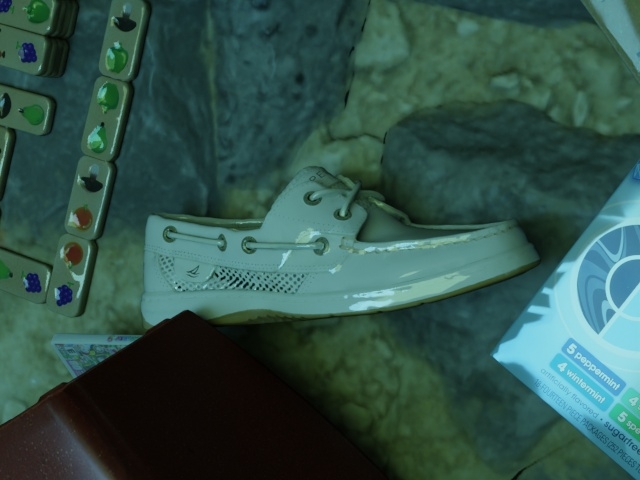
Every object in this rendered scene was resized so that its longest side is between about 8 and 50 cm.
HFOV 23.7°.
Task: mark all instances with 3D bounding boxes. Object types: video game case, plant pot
[{"bbox_3d":[-0.113,0.094,1.035,0.122,0.087,0.011,-1,47,24],"label":"video game case"},{"bbox_3d":[-0.115,0.199,0.911,0.267,0.267,0.236,-33,90,22],"label":"plant pot"}]

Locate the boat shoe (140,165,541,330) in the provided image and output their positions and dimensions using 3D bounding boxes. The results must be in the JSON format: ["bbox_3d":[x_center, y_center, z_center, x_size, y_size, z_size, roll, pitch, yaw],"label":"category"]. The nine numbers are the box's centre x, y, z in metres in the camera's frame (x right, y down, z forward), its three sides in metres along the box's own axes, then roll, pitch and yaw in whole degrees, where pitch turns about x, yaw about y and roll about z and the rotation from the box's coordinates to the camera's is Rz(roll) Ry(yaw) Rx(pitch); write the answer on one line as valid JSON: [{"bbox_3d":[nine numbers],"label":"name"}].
[{"bbox_3d":[0.000,0.000,0.963,0.277,0.098,0.096,-7,90,26],"label":"boat shoe"}]

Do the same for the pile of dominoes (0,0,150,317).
[{"bbox_3d":[-0.235,-0.089,1.097,0.196,0.040,0.251,17,99,22],"label":"pile of dominoes"}]

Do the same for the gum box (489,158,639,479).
[{"bbox_3d":[0.217,0.046,0.899,0.157,0.041,0.184,41,107,17],"label":"gum box"}]

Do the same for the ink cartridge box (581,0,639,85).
[{"bbox_3d":[0.201,-0.144,0.813,0.088,0.193,0.234,-37,77,23],"label":"ink cartridge box"}]
